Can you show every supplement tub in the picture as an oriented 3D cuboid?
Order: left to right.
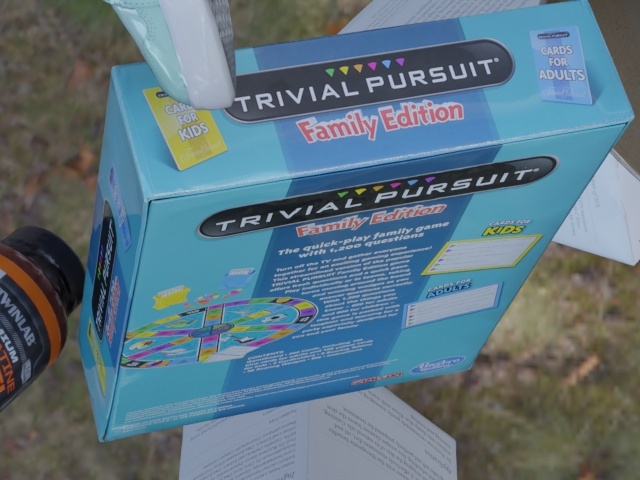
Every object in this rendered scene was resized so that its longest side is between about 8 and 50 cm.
[{"bbox_3d":[-0.240,0.069,1.165,0.106,0.198,0.106,20,133,23],"label":"supplement tub"}]

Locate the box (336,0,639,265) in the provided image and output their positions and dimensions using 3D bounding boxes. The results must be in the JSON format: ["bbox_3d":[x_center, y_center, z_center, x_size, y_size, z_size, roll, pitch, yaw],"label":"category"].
[{"bbox_3d":[0.215,-0.144,1.866,0.345,0.168,0.215,19,141,36],"label":"box"}]

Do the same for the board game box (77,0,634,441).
[{"bbox_3d":[0.000,0.000,1.003,0.253,0.079,0.336,-10,156,-16],"label":"board game box"}]

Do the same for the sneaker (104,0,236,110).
[{"bbox_3d":[-0.141,-0.146,0.747,0.151,0.094,0.256,-24,117,9],"label":"sneaker"}]

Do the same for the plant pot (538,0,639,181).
[{"bbox_3d":[0.299,-0.128,1.034,0.284,0.191,0.284,37,165,11],"label":"plant pot"}]

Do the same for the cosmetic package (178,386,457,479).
[{"bbox_3d":[-0.001,0.282,1.350,0.155,0.366,0.197,-29,128,30],"label":"cosmetic package"}]
